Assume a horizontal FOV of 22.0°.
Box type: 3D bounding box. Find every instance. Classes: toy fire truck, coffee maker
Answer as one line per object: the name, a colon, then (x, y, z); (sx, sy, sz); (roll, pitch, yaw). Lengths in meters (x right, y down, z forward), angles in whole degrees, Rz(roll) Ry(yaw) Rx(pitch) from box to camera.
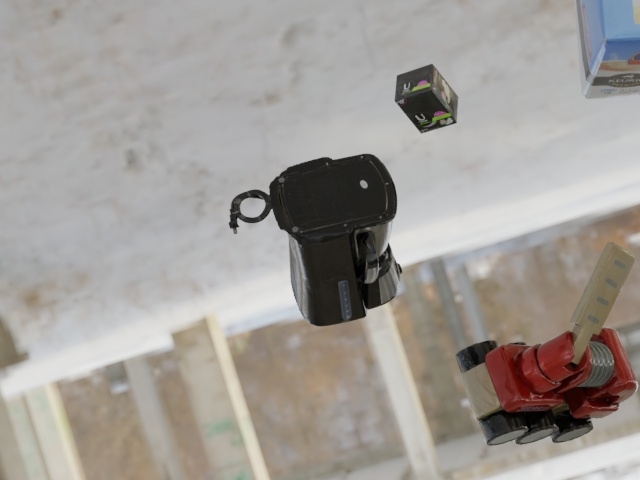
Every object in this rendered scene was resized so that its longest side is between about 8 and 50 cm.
toy fire truck: (0.312, 0.128, 1.982); (0.246, 0.158, 0.217); (-33, 154, 35)
coffee maker: (0.000, 0.000, 1.772); (0.171, 0.120, 0.178); (7, 146, 8)

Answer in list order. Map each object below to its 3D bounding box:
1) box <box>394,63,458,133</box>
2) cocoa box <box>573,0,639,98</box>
box: (0.154, -0.205, 2.381); (0.062, 0.052, 0.083); (-15, 138, 28)
cocoa box: (0.418, -0.368, 1.942); (0.232, 0.347, 0.228); (-3, 169, 2)
